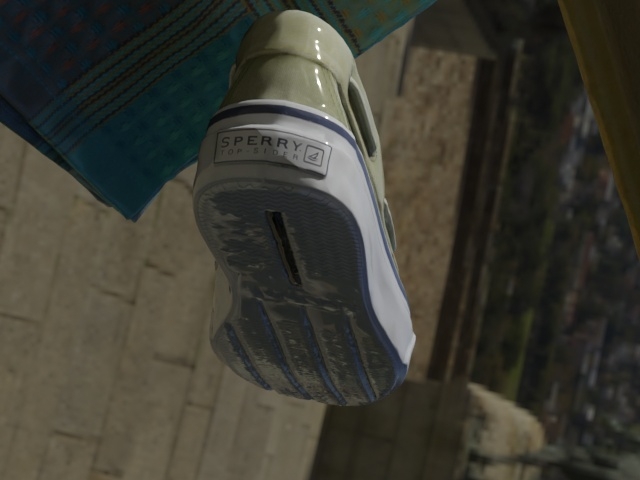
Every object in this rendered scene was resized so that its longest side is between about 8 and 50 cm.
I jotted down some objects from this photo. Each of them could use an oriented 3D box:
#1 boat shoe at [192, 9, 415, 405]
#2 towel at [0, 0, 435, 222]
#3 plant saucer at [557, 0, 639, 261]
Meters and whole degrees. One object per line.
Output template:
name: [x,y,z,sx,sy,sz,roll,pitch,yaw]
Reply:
boat shoe: [0.000,0.000,0.778,0.302,0.109,0.094,88,14,-65]
towel: [-0.012,-0.166,0.715,0.040,0.370,0.271,60,8,31]
plant saucer: [0.228,-0.114,0.485,0.081,0.333,0.333,-109,177,-64]
